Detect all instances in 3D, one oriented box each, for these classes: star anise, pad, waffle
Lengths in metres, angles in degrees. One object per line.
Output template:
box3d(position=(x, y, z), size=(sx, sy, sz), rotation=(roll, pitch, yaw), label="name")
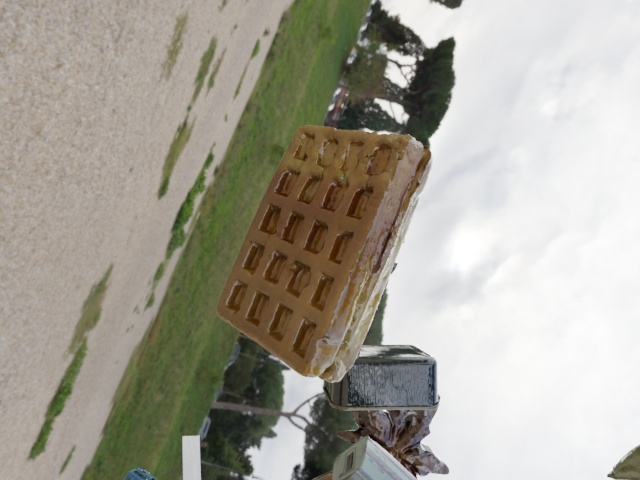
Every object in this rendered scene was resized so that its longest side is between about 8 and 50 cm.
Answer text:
box3d(position=(0.145, 0.473, 0.974), size=(0.109, 0.349, 0.292), rotation=(129, -26, -62), label="star anise")
box3d(position=(-0.345, 0.593, 1.162), size=(0.190, 0.004, 0.127), rotation=(92, -10, -66), label="pad")
box3d(position=(0.000, 0.000, 0.602), size=(0.224, 0.098, 0.328), rotation=(23, -89, 39), label="waffle")

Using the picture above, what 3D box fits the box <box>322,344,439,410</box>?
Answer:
box3d(position=(0.110, 0.249, 0.809), size=(0.144, 0.201, 0.090), rotation=(159, -67, -83), label="box")

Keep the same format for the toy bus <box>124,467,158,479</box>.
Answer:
box3d(position=(-0.344, 0.486, 0.849), size=(0.038, 0.083, 0.046), rotation=(-66, 158, -12), label="toy bus")

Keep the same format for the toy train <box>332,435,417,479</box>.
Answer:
box3d(position=(0.119, 0.318, 0.466), size=(0.055, 0.252, 0.048), rotation=(-44, -174, 13), label="toy train")

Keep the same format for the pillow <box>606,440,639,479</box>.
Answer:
box3d(position=(0.624, 0.307, 0.687), size=(0.075, 0.302, 0.185), rotation=(61, -16, 19), label="pillow")
